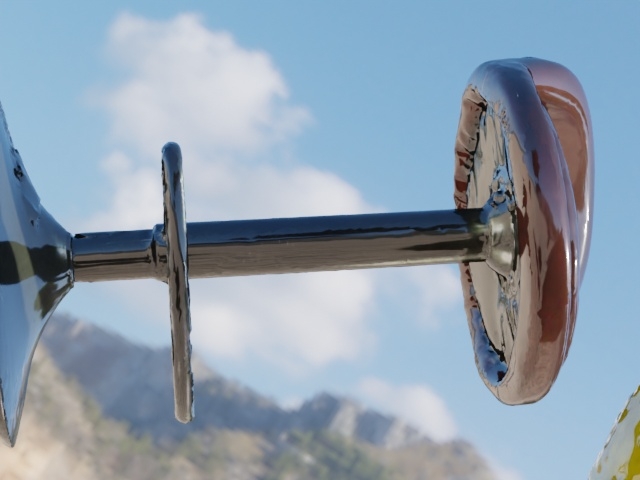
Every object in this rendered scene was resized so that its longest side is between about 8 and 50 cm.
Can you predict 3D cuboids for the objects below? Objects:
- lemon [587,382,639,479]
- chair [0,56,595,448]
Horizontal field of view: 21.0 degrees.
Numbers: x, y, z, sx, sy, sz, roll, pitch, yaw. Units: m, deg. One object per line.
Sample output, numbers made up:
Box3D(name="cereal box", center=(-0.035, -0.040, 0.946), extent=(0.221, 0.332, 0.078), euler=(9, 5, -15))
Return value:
Box3D(name="lemon", center=(0.256, 0.154, 0.838), extent=(0.285, 0.285, 0.316), euler=(-7, -76, 66))
Box3D(name="chair", center=(0.000, 0.000, 1.054), extent=(0.401, 0.226, 0.226), euler=(-4, -14, -7))
